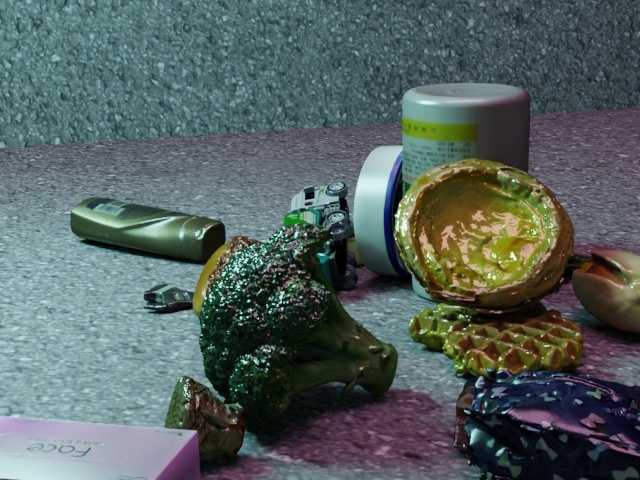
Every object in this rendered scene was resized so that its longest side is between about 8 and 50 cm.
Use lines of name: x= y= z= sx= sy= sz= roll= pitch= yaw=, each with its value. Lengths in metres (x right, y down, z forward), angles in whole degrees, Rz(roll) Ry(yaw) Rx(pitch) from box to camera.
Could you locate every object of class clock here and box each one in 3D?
clock: x=0.136 y=-0.052 z=1.973 sx=0.083 sy=0.231 sz=0.230 roll=3 pitch=15 yaw=29

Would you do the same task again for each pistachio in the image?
pistachio: x=0.461 y=0.079 z=1.692 sx=0.145 sy=0.117 sz=0.200 roll=34 pitch=-6 yaw=-20

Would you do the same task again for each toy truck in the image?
toy truck: x=0.000 y=0.000 z=1.944 sx=0.124 sy=0.114 sz=0.253 roll=-8 pitch=33 yaw=4

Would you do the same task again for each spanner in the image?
spanner: x=-0.139 y=0.100 z=1.842 sx=0.315 sy=0.024 sz=0.087 roll=1 pitch=17 yaw=6

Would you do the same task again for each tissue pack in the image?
tissue pack: x=-0.259 y=0.250 z=1.142 sx=0.246 sy=0.093 sz=0.148 roll=1 pitch=14 yaw=13

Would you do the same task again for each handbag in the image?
handbag: x=0.283 y=0.211 z=1.201 sx=0.260 sy=0.113 sz=0.162 roll=7 pitch=24 yaw=25

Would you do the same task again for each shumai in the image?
shumai: x=-0.131 y=0.213 z=1.297 sx=0.087 sy=0.099 sz=0.124 roll=12 pitch=13 yaw=-15

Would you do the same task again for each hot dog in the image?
hot dog: x=-0.146 y=0.051 z=1.834 sx=0.102 sy=0.076 sz=0.249 roll=0 pitch=23 yaw=13

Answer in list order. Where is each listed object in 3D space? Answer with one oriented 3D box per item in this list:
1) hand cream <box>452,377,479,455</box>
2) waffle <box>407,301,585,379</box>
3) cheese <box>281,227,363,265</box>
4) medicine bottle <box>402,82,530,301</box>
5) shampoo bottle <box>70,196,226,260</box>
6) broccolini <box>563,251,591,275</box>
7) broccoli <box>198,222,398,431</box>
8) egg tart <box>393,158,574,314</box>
hand cream: x=0.190 y=0.212 z=1.354 sx=0.062 sy=0.039 sz=0.163 roll=15 pitch=18 yaw=1
waffle: x=0.246 y=0.139 z=1.583 sx=0.249 sy=0.056 sz=0.253 roll=0 pitch=16 yaw=7
cheese: x=-0.002 y=0.002 z=2.138 sx=0.127 sy=0.050 sz=0.255 roll=-13 pitch=17 yaw=-31
medicine bottle: x=0.238 y=-0.080 z=1.851 sx=0.208 sy=0.340 sz=0.208 roll=-1 pitch=15 yaw=0
shampoo bottle: x=-0.335 y=-0.023 z=2.194 sx=0.350 sy=0.084 sz=0.125 roll=10 pitch=21 yaw=35
broccolini: x=0.465 y=0.033 z=1.953 sx=0.201 sy=0.058 sz=0.074 roll=-6 pitch=22 yaw=-14
broccoli: x=-0.026 y=0.128 z=1.419 sx=0.269 sy=0.269 sz=0.254 roll=-11 pitch=-19 yaw=-30
egg tart: x=0.239 y=0.000 z=1.666 sx=0.278 sy=0.095 sz=0.279 roll=1 pitch=55 yaw=-2
